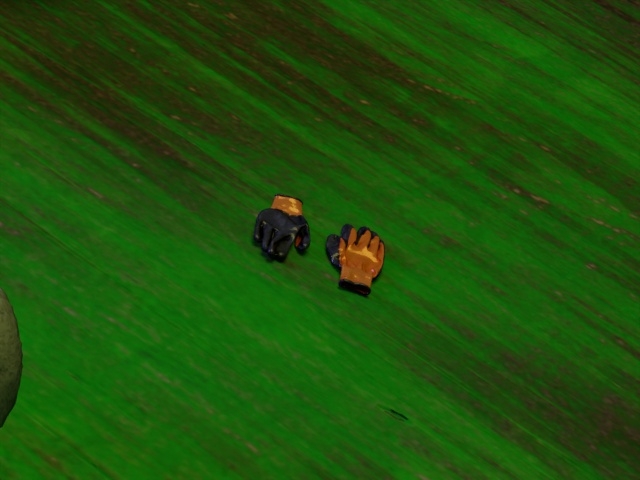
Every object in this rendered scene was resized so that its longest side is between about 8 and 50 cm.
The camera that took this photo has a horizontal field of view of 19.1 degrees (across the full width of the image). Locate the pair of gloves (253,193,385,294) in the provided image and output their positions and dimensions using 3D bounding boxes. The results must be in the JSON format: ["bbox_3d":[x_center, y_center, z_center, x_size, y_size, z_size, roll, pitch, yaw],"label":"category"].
[{"bbox_3d":[0.000,0.000,1.174,0.083,0.010,0.074,20,31,-2],"label":"pair of gloves"}]

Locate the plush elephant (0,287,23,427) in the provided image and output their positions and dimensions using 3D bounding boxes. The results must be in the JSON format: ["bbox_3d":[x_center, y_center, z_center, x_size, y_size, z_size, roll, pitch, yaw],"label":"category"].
[{"bbox_3d":[-0.324,-0.032,0.782,0.330,0.272,0.255,1,10,20],"label":"plush elephant"}]
